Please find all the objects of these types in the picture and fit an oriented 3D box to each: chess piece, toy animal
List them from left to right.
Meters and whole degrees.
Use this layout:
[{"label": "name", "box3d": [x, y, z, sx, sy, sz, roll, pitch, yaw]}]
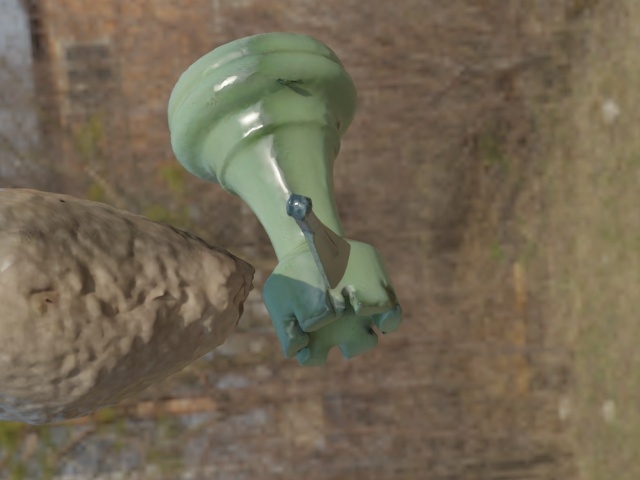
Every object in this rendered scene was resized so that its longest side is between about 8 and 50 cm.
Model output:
[{"label": "toy animal", "box3d": [-0.242, 0.051, 1.245, 0.226, 0.358, 0.188, -5, 78, 49]}, {"label": "chess piece", "box3d": [-0.023, -0.034, 1.511, 0.194, 0.194, 0.299, 89, 163, -61]}]

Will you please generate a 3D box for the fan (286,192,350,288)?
[{"label": "fan", "box3d": [0.000, 0.000, 1.055, 0.193, 0.016, 0.038, 54, -129, -75]}]
